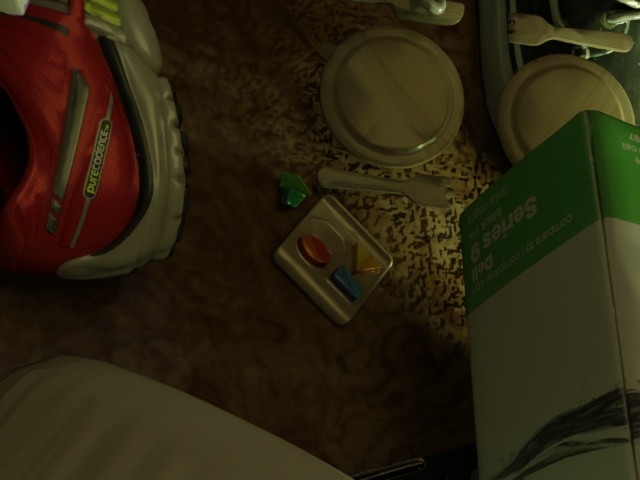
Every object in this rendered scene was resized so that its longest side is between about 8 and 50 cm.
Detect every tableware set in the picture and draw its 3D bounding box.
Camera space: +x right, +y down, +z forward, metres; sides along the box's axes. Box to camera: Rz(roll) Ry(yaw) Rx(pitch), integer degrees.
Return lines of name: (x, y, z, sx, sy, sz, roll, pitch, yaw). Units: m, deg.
tableware set: (0.092, -0.074, 0.852, 0.194, 0.039, 0.128, 8, 76, -9)

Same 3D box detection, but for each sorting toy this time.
sorting toy: (0.000, 0.000, 0.791, 0.083, 0.012, 0.062, 46, 48, -6)

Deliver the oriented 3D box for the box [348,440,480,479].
box: (0.115, 0.242, 0.697, 0.293, 0.073, 0.295, -9, 70, -37)

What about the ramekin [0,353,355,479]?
ramekin: (-0.038, 0.147, 0.489, 0.273, 0.273, 0.127, 35, 71, -15)

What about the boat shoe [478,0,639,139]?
boat shoe: (0.176, -0.153, 0.931, 0.121, 0.119, 0.335, 2, 66, -36)

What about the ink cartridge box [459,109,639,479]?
ink cartridge box: (0.190, 0.108, 0.700, 0.211, 0.121, 0.289, 18, 54, -26)

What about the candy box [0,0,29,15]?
candy box: (-0.208, -0.188, 0.641, 0.196, 0.070, 0.165, 6, 54, 11)

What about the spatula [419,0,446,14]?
spatula: (0.002, -0.236, 0.883, 0.168, 0.019, 0.242, 20, 41, -24)

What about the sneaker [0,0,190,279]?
sneaker: (-0.150, -0.111, 0.691, 0.118, 0.107, 0.279, -10, 68, -27)
